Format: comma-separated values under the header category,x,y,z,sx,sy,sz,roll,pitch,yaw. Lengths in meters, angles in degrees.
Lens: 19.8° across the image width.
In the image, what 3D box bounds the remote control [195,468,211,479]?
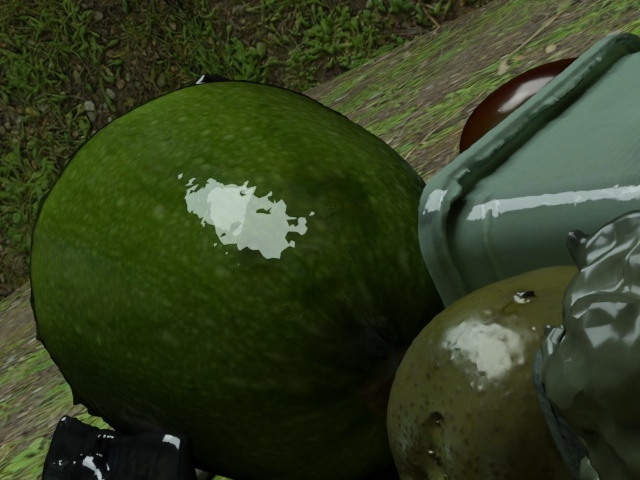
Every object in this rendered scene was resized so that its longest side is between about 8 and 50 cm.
category,x,y,z,sx,sy,sz,roll,pitch,yaw
remote control,-0.078,0.151,1.609,0.067,0.029,0.261,-24,11,32

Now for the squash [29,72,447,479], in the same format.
category,x,y,z,sx,sy,sz,roll,pitch,yaw
squash,-0.037,0.039,1.278,0.310,0.310,0.309,-32,12,-10

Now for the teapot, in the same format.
category,x,y,z,sx,sy,sz,roll,pitch,yaw
teapot,0.205,-0.066,1.642,0.178,0.135,0.252,4,-34,-36

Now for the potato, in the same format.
category,x,y,z,sx,sy,sz,roll,pitch,yaw
potato,0.132,0.088,1.029,0.194,0.157,0.157,-21,4,-30

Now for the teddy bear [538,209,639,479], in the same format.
category,x,y,z,sx,sy,sz,roll,pitch,yaw
teddy bear,0.260,0.041,0.666,0.357,0.224,0.367,-15,10,8

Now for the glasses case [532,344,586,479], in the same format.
category,x,y,z,sx,sy,sz,roll,pitch,yaw
glasses case,0.262,0.030,0.909,0.323,0.131,0.074,-32,13,-8

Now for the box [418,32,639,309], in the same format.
category,x,y,z,sx,sy,sz,roll,pitch,yaw
box,0.232,-0.026,1.218,0.182,0.175,0.312,-9,21,43

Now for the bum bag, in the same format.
category,x,y,z,sx,sy,sz,roll,pitch,yaw
bum bag,-0.150,0.198,1.310,0.074,0.137,0.310,1,-3,-22
